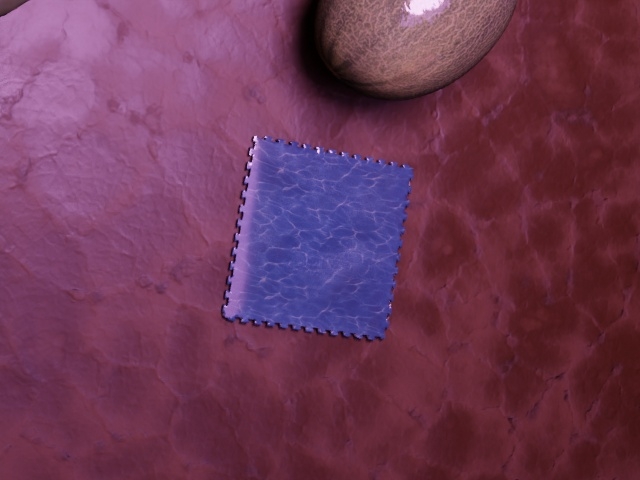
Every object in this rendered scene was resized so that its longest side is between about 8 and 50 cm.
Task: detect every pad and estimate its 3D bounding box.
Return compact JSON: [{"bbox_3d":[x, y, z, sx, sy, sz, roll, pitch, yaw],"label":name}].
[{"bbox_3d":[0.000,0.000,1.947,0.269,0.012,0.269,8,90,-26],"label":"pad"}]

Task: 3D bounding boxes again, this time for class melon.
[{"bbox_3d":[0.128,-0.323,1.860,0.301,0.237,0.237,-40,109,-12],"label":"melon"}]

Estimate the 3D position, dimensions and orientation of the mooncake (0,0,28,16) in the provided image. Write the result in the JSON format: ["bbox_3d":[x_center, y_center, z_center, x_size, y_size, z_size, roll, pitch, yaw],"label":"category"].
[{"bbox_3d":[-0.462,-0.425,1.586,0.356,0.194,0.356,-7,103,-31],"label":"mooncake"}]
